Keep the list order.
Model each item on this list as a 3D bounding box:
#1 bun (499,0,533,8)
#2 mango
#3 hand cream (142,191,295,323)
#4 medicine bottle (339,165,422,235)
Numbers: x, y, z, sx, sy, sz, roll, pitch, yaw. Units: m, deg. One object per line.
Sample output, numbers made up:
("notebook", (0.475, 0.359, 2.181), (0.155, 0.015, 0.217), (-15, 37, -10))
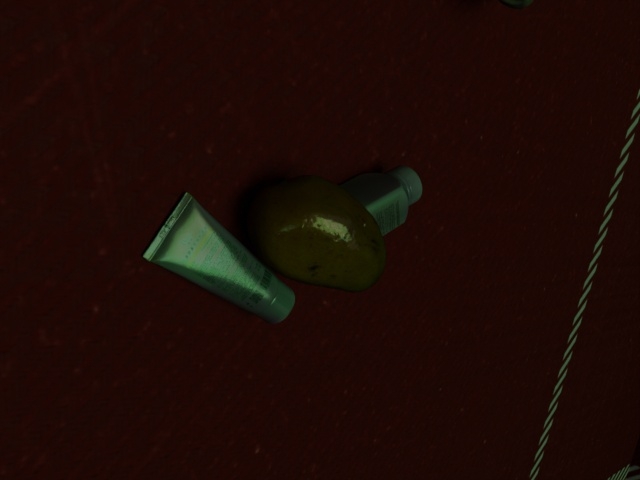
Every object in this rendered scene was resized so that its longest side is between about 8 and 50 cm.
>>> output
("bun", (0.233, -0.378, 0.811), (0.167, 0.113, 0.173), (-68, 162, 6))
("mango", (0.001, -0.007, 0.705), (0.165, 0.089, 0.115), (17, 110, -13))
("hand cream", (-0.097, 0.028, 0.688), (0.174, 0.047, 0.076), (40, 77, -38))
("medicine bottle", (0.067, -0.047, 0.799), (0.118, 0.074, 0.055), (-31, 126, -36))
